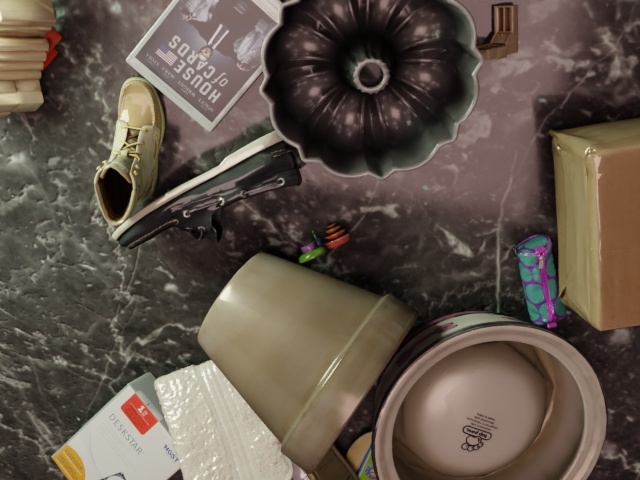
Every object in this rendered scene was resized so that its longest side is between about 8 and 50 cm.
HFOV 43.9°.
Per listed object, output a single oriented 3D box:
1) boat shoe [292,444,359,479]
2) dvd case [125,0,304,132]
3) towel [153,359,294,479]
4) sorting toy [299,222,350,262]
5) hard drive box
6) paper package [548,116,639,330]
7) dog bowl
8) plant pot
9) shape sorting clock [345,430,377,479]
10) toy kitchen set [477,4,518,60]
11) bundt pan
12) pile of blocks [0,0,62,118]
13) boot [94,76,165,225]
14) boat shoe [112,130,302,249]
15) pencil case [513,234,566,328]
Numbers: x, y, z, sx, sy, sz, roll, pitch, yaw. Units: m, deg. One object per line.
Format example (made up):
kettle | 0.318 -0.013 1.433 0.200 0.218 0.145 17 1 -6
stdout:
boat shoe | -0.010 0.448 1.511 0.103 0.113 0.302 -10 105 48
dvd case | -0.169 -0.317 1.265 0.179 0.029 0.238 40 107 -12
towel | -0.169 0.338 1.395 0.187 0.049 0.282 -20 66 -11
sorting toy | 0.000 0.000 1.363 0.102 0.061 0.042 -27 94 -16
hard drive box | -0.357 0.392 1.488 0.232 0.089 0.181 -44 83 16
paper package | 0.544 -0.037 1.239 0.325 0.168 0.309 -9 110 -3
dog bowl | 0.274 0.304 1.384 0.408 0.150 0.407 -3 107 -8
plant pot | -0.037 0.172 1.326 0.280 0.323 0.323 35 110 9
shape sorting clock | 0.150 0.439 1.532 0.206 0.040 0.206 2 114 5
toy kitchen set | 0.253 -0.320 1.225 0.068 0.083 0.075 15 118 42
bundt pan | 0.073 -0.266 1.210 0.331 0.124 0.330 -1 116 -1
pile of blocks | -0.465 -0.350 1.234 0.113 0.149 0.362 -11 140 -39
boot | -0.305 -0.143 1.265 0.077 0.165 0.213 7 110 1
boat shoe | -0.182 -0.055 1.315 0.340 0.127 0.113 -30 95 4
pencil case | 0.377 0.070 1.364 0.065 0.070 0.151 -17 110 4
